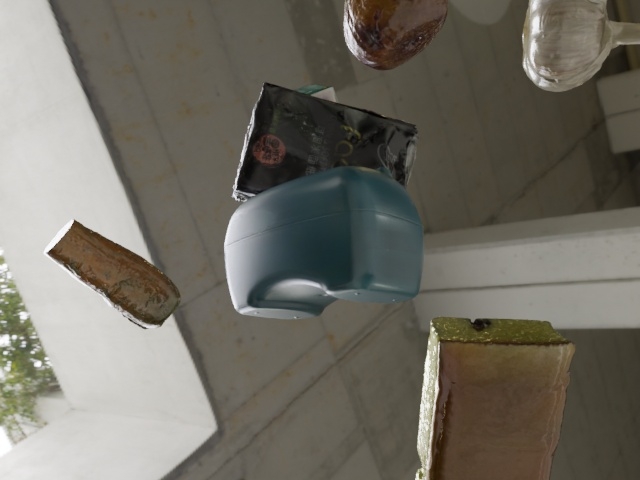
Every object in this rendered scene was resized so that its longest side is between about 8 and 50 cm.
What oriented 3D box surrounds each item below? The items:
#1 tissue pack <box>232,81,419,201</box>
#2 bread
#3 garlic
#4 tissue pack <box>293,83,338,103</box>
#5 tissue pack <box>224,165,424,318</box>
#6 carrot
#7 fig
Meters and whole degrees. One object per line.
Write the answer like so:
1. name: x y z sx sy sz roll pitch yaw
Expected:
1. tissue pack: 0.015 -0.153 1.285 0.332 0.123 0.245 16 -105 -6
2. bread: 0.173 0.257 0.729 0.077 0.138 0.362 -102 14 -69
3. garlic: 0.458 -0.359 1.145 0.218 0.211 0.219 6 -90 -76
4. tissue pack: -0.020 -0.290 1.445 0.085 0.111 0.079 -25 -66 -17
5. tissue pack: 0.000 0.000 0.987 0.198 0.287 0.206 11 -112 -47
6. carrot: -0.447 0.074 1.471 0.302 0.138 0.139 43 -127 -19
7. fig: 0.071 -0.339 0.917 0.201 0.146 0.134 50 -172 5
